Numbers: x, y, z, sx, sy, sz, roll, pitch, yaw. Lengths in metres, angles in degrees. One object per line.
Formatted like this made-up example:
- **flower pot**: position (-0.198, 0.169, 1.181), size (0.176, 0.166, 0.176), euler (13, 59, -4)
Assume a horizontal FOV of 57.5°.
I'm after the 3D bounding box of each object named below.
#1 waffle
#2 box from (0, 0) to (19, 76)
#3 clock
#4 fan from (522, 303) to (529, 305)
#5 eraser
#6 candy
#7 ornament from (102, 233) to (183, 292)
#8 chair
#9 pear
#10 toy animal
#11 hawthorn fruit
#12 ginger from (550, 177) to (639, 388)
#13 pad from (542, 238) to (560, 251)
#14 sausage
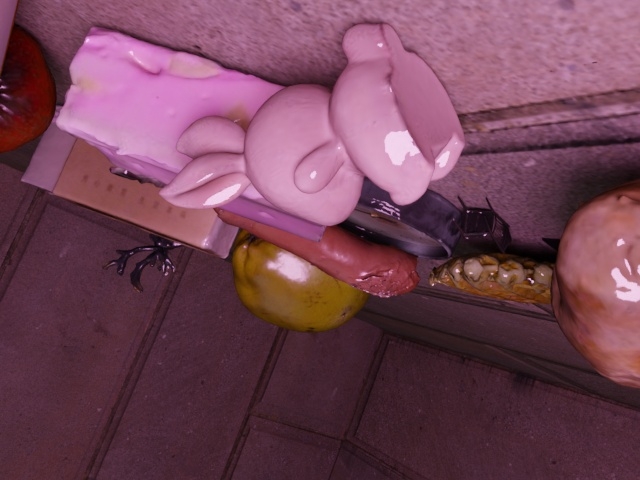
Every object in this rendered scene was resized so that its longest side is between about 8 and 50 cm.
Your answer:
- **waffle**: position (0.243, 0.048, 0.730), size (0.208, 0.054, 0.214), euler (10, 174, -4)
- **box**: position (-0.391, -0.105, 0.400), size (0.214, 0.283, 0.259), euler (23, -161, -10)
- **clock**: position (0.071, -0.035, 0.746), size (0.226, 0.049, 0.226), euler (20, 171, 3)
- **fan**: position (0.299, 0.086, 1.060), size (0.175, 0.005, 0.113), euler (22, 171, -3)
- **eraser**: position (-0.277, -0.095, 0.890), size (0.343, 0.144, 0.078), euler (18, 172, 15)
- **candy**: position (-0.101, -0.096, 0.570), size (0.265, 0.115, 0.155), euler (20, 170, 9)
- **ornament**: position (-0.319, -0.034, 1.046), size (0.202, 0.236, 0.080), euler (18, 165, 12)
- **chair**: position (0.177, -0.017, 0.643), size (0.042, 0.037, 0.086), euler (-1, 155, 37)
- **pear**: position (-0.025, 0.049, 0.961), size (0.212, 0.212, 0.269), euler (12, 165, 46)
- **toy animal**: position (-0.010, -0.064, 0.433), size (0.212, 0.124, 0.124), euler (-13, 151, 34)
- **hawthorn fruit**: position (-0.391, -0.183, 0.665), size (0.157, 0.157, 0.194), euler (29, -174, -40)
- **ginger**: position (0.282, 0.033, 0.330), size (0.244, 0.155, 0.304), euler (29, 169, -30)
- **pad**: position (0.386, 0.051, 0.668), size (0.243, 0.004, 0.164), euler (27, 169, -34)
- **sausage**: position (0.000, -0.001, 0.733), size (0.304, 0.078, 0.078), euler (26, 170, -22)
